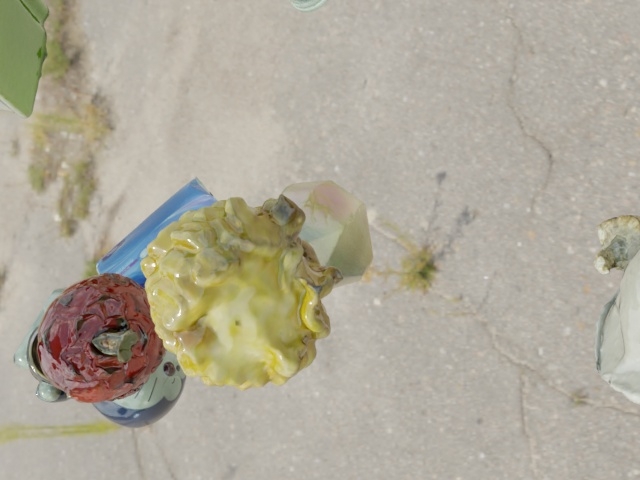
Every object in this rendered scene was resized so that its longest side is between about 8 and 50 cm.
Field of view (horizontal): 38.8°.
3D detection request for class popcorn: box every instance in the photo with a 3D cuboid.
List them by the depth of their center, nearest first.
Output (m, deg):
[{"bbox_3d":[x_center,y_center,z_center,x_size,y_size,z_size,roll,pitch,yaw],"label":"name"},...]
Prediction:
[{"bbox_3d":[-0.031,0.019,0.364,0.083,0.082,0.057,-64,26,10],"label":"popcorn"}]

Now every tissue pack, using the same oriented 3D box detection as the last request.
[{"bbox_3d":[-0.279,0.027,1.728,0.263,0.146,0.198,-42,26,-4],"label":"tissue pack"}]

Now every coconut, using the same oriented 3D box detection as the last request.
[{"bbox_3d":[0.000,0.000,1.981,0.259,0.259,0.259,-10,77,50],"label":"coconut"}]

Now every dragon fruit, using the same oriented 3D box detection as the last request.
[{"bbox_3d":[-0.286,0.130,1.203,0.209,0.172,0.172,-62,-20,-89],"label":"dragon fruit"}]

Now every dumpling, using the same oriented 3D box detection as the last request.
[{"bbox_3d":[0.505,0.053,1.268,0.260,0.181,0.341,-164,82,-72],"label":"dumpling"}]

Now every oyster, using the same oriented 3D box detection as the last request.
[{"bbox_3d":[0.527,0.004,1.493,0.163,0.191,0.081,16,133,45],"label":"oyster"}]

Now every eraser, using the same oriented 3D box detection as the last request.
[{"bbox_3d":[-0.501,-0.319,1.381,0.274,0.092,0.210,90,-172,-85],"label":"eraser"}]

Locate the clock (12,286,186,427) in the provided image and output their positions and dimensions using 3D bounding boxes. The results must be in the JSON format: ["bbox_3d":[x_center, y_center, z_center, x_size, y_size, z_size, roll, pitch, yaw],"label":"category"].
[{"bbox_3d":[-0.315,0.175,1.353,0.146,0.243,0.199,-37,26,61],"label":"clock"}]

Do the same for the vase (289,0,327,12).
[{"bbox_3d":[-0.112,-0.537,1.673,0.143,0.299,0.143,-10,75,41],"label":"vase"}]
